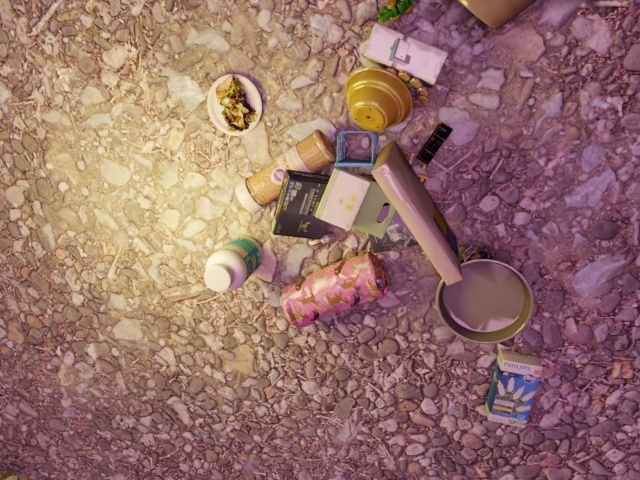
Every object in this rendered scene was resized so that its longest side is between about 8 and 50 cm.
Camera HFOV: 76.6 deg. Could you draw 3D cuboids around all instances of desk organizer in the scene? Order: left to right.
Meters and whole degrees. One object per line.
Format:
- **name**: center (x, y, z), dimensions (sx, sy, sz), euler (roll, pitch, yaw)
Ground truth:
- **desk organizer**: center (0.358, -0.303, 1.272), dimensions (0.047, 0.050, 0.130), euler (33, 97, 0)

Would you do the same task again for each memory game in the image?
- **memory game**: center (0.235, -0.448, 1.204), dimensions (0.186, 0.186, 0.012), euler (24, 84, 3)

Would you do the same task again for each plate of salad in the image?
- **plate of salad**: center (-0.296, -0.459, 1.374), dimensions (0.199, 0.048, 0.200), euler (3, 107, 10)

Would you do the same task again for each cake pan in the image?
- **cake pan**: center (0.525, 0.191, 1.309), dimensions (0.292, 0.054, 0.294), euler (5, 107, 17)

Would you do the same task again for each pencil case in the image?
- **pencil case**: center (0.048, 0.182, 1.450), dimensions (0.385, 0.167, 0.160), euler (-23, 134, 17)

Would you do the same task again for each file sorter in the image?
- **file sorter**: center (0.117, -0.290, 1.278), dimensions (0.118, 0.170, 0.105), euler (3, 105, 11)

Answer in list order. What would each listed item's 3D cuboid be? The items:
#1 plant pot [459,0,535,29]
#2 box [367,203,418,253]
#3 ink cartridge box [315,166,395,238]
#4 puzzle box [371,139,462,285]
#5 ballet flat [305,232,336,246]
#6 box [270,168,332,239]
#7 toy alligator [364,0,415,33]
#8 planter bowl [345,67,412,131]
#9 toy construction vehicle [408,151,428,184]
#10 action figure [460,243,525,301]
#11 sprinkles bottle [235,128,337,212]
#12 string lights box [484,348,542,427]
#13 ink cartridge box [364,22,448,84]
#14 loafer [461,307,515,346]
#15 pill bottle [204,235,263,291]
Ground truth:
- **plant pot**: center (0.483, -0.716, 1.022), dimensions (0.323, 0.323, 0.280), euler (38, 127, -2)
- **box**: center (0.237, -0.055, 1.368), dimensions (0.158, 0.093, 0.156), euler (-12, 104, 14)
- **ink cartridge box**: center (0.122, -0.112, 1.281), dimensions (0.234, 0.056, 0.171), euler (22, 111, -2)
- **puzzle box**: center (0.300, -0.092, 1.227), dimensions (0.052, 0.272, 0.409), euler (-30, 105, 26)
- **ballet flat**: center (0.000, 0.000, 1.462), dimensions (0.114, 0.041, 0.041), euler (-12, 104, 15)
- **box**: center (-0.052, -0.115, 1.358), dimensions (0.183, 0.059, 0.233), euler (5, 128, -22)
- **toy alligator**: center (0.208, -0.686, 1.201), dimensions (0.189, 0.056, 0.052), euler (-26, 59, 19)
- **planter bowl**: center (0.158, -0.394, 1.211), dimensions (0.216, 0.091, 0.217), euler (21, 155, 10)
- **toy construction vehicle**: center (0.315, -0.230, 1.327), dimensions (0.085, 0.035, 0.098), euler (22, 110, 4)
- **action figure**: center (0.542, 0.127, 1.366), dimensions (0.284, 0.099, 0.186), euler (34, 118, 4)
- **sprinkles bottle**: center (-0.119, -0.230, 1.371), dimensions (0.355, 0.121, 0.121), euler (-31, 99, 18)
- **string lights box**: center (0.694, 0.535, 1.468), dimensions (0.133, 0.077, 0.260), euler (8, 108, 10)
- **ink cartridge box**: center (0.246, -0.534, 1.180), dimensions (0.219, 0.160, 0.093), euler (24, 110, 4)
- **loafer**: center (0.573, 0.269, 1.415), dimensions (0.251, 0.094, 0.088), euler (36, 76, 1)
- **pill bottle**: center (-0.309, 0.086, 1.432), dimensions (0.146, 0.264, 0.147), euler (4, 108, 11)
